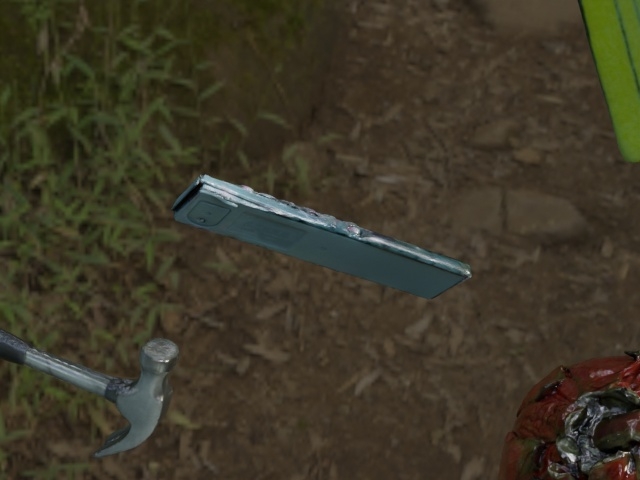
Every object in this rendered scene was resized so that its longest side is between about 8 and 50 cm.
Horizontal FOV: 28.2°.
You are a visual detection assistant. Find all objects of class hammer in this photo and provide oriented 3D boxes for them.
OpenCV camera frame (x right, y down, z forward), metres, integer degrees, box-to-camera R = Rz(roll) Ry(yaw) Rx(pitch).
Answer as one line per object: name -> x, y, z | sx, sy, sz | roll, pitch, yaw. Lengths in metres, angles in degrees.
hammer -> -0.224, 0.080, 0.906 | 0.246, 0.103, 0.029 | 19, 28, 7

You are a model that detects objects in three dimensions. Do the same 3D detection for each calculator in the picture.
calculator -> 0.000, 0.000, 0.733 | 0.172, 0.057, 0.018 | 18, 68, -17

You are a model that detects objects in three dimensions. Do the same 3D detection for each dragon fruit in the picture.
dragon fruit -> 0.271, 0.206, 1.090 | 0.245, 0.299, 0.244 | -6, 57, 10

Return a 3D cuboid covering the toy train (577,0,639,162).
toy train -> 0.301, -0.158, 0.790 | 0.272, 0.442, 0.179 | -8, 18, 37
